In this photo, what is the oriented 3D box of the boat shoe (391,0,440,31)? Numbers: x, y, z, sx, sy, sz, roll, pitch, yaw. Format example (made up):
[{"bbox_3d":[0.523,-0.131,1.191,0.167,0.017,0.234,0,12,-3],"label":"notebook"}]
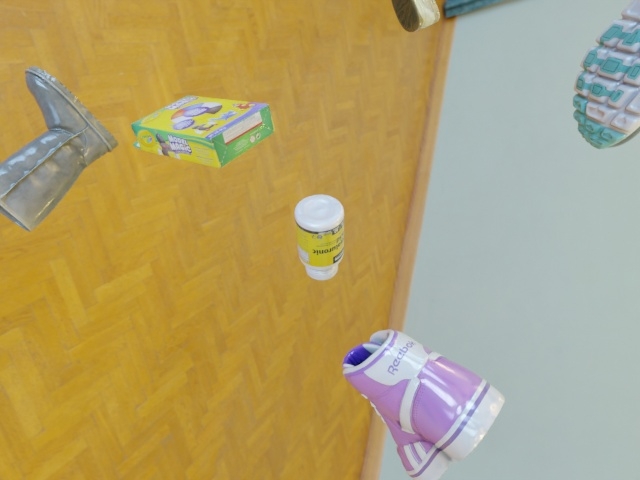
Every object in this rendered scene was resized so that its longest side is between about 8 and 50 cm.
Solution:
[{"bbox_3d":[0.113,-0.359,0.615,0.048,0.056,0.152,-29,99,-21],"label":"boat shoe"}]

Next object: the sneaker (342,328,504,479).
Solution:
[{"bbox_3d":[0.102,0.189,0.550,0.102,0.161,0.282,-46,155,-28],"label":"sneaker"}]

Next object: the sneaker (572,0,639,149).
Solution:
[{"bbox_3d":[0.214,-0.125,0.261,0.064,0.076,0.166,-108,-154,-45],"label":"sneaker"}]

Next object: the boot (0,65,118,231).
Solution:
[{"bbox_3d":[-0.459,-0.147,0.734,0.189,0.076,0.208,47,69,-15],"label":"boot"}]

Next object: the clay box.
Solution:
[{"bbox_3d":[-0.198,-0.182,0.739,0.127,0.222,0.053,-45,138,-37],"label":"clay box"}]

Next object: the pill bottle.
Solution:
[{"bbox_3d":[0.000,0.000,0.632,0.116,0.065,0.065,87,26,-47],"label":"pill bottle"}]
